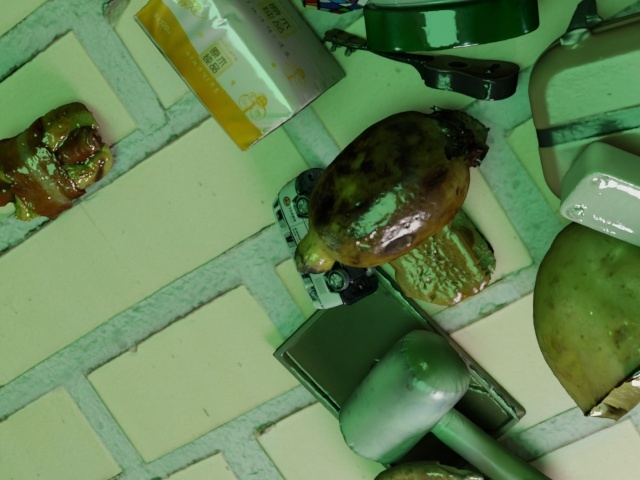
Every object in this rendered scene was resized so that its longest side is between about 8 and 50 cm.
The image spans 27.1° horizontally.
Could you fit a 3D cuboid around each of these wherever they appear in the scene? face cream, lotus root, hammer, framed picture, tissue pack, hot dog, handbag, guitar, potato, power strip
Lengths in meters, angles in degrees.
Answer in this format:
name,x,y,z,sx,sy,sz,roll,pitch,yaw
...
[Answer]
name,x,y,z,sx,sy,sz,roll,pitch,yaw
face cream,0.137,-0.410,1.540,0.312,0.219,0.357,-9,105,-6
lotus root,0.084,-0.062,1.717,0.314,0.141,0.169,-41,47,7
hammer,0.200,0.283,1.842,0.335,0.119,0.206,36,123,-2
framed picture,0.109,0.206,1.918,0.315,0.024,0.232,46,119,1
tissue pack,-0.101,-0.252,1.735,0.124,0.185,0.225,-36,94,28
hot dog,-0.407,-0.111,1.959,0.213,0.103,0.146,-32,95,27
handbag,0.395,-0.194,1.582,0.302,0.149,0.283,-11,104,27
guitar,0.125,-0.230,1.722,0.271,0.084,0.038,16,117,23
potato,0.366,0.086,1.662,0.242,0.285,0.242,-2,75,5
power strip,0.468,-0.010,1.551,0.385,0.062,0.091,20,140,-10

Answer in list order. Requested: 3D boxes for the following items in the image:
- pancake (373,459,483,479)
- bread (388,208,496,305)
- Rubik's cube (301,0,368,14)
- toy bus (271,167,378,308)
name,x,y,z,sx,sy,sz,roll,pitch,yaw
pancake,0.216,0.392,1.865,0.286,0.033,0.288,-2,141,28
bread,0.160,0.023,1.801,0.128,0.069,0.140,-36,93,30
Rubik's cube,0.017,-0.352,1.690,0.133,0.133,0.112,5,87,20
toy bus,0.000,0.000,1.841,0.089,0.087,0.194,-22,92,40
